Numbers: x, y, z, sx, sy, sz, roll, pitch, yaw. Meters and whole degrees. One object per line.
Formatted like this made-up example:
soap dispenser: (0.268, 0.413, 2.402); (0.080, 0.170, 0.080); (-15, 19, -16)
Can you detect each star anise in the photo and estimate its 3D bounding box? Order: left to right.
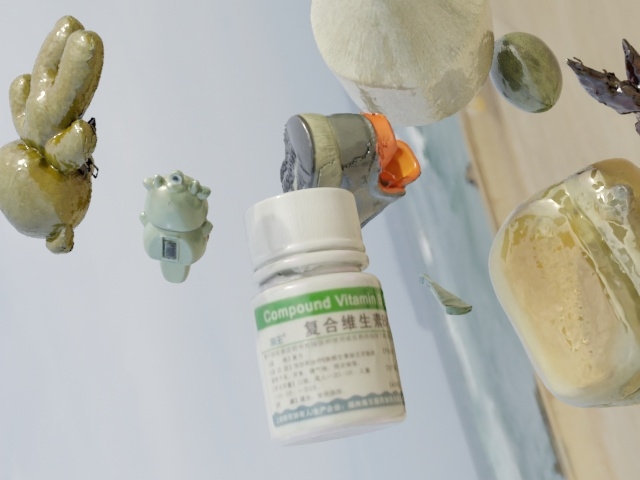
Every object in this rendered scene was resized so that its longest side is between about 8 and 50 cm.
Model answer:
star anise: (0.371, -0.157, 1.259); (0.212, 0.157, 0.053); (48, 170, -9)

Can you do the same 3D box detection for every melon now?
melon: (0.297, -0.243, 1.721); (0.130, 0.098, 0.098); (59, 180, 17)

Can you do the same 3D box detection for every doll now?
doll: (-0.237, -0.100, 1.103); (0.137, 0.209, 0.097); (37, -157, 34)

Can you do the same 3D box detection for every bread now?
bread: (0.483, 0.090, 1.991); (0.253, 0.348, 0.376); (5, -129, -49)

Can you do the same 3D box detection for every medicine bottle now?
medicine bottle: (0.000, 0.076, 1.171); (0.139, 0.139, 0.236); (57, -157, -76)

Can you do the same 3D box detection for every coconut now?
coconut: (0.112, -0.288, 1.584); (0.266, 0.237, 0.237); (42, -150, -63)

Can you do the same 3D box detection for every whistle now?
whistle: (-0.220, -0.021, 1.825); (0.102, 0.106, 0.253); (32, 142, 21)

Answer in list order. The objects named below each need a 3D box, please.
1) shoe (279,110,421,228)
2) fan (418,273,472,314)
shoe: (0.044, -0.077, 1.568); (0.336, 0.171, 0.132); (96, 158, -67)
fan: (0.169, 0.075, 1.666); (0.193, 0.038, 0.016); (-129, 38, -75)
